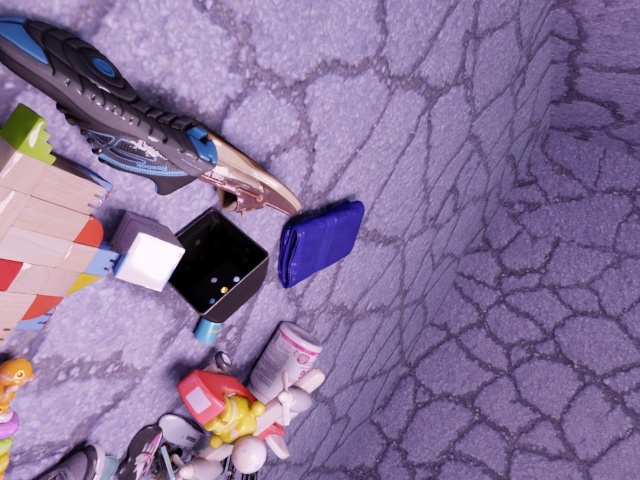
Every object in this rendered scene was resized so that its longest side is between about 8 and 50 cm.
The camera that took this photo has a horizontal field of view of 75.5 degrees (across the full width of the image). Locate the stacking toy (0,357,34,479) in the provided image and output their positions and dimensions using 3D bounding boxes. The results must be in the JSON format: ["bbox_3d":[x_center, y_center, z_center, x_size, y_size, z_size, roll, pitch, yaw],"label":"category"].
[{"bbox_3d":[-0.593,0.341,0.707,0.175,0.166,0.301,34,76,-46],"label":"stacking toy"}]

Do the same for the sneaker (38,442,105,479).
[{"bbox_3d":[-0.605,0.550,0.883,0.268,0.101,0.153,-46,148,-14],"label":"sneaker"}]

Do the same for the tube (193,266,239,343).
[{"bbox_3d":[-0.263,0.166,1.082,0.207,0.052,0.080,-65,158,0],"label":"tube"}]

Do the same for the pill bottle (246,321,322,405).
[{"bbox_3d":[-0.130,0.428,1.367,0.283,0.160,0.160,-58,148,1],"label":"pill bottle"}]

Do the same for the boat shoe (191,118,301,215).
[{"bbox_3d":[-0.176,-0.120,0.897,0.123,0.123,0.342,-52,144,5],"label":"boat shoe"}]

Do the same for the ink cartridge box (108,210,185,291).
[{"bbox_3d":[-0.334,0.014,0.778,0.090,0.143,0.092,28,94,-40],"label":"ink cartridge box"}]

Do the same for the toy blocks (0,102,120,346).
[{"bbox_3d":[-0.440,0.014,0.624,0.381,0.191,0.261,-57,159,-1],"label":"toy blocks"}]

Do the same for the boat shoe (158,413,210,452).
[{"bbox_3d":[-0.403,0.551,1.201,0.065,0.083,0.183,-51,120,-19],"label":"boat shoe"}]

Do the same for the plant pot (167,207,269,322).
[{"bbox_3d":[-0.234,0.079,0.931,0.188,0.187,0.167,-43,156,-23],"label":"plant pot"}]

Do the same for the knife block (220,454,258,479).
[{"bbox_3d":[-0.223,0.660,1.360,0.276,0.242,0.088,-22,134,-43],"label":"knife block"}]

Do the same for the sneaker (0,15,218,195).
[{"bbox_3d":[-0.324,-0.176,0.632,0.140,0.125,0.341,-32,138,21],"label":"sneaker"}]

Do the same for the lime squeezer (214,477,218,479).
[{"bbox_3d":[-0.381,0.893,1.485,0.059,0.110,0.310,-11,95,-30],"label":"lime squeezer"}]

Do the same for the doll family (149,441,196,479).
[{"bbox_3d":[-0.443,0.671,1.238,0.111,0.076,0.193,-46,151,-25],"label":"doll family"}]

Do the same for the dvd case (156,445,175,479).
[{"bbox_3d":[-0.417,0.607,1.110,0.013,0.087,0.119,-13,154,-34],"label":"dvd case"}]

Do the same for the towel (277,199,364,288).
[{"bbox_3d":[0.000,0.000,1.275,0.308,0.076,0.227,-24,142,-42],"label":"towel"}]

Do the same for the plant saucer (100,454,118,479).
[{"bbox_3d":[-0.571,0.583,1.034,0.119,0.021,0.119,-33,140,-33],"label":"plant saucer"}]

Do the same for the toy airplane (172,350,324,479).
[{"bbox_3d":[-0.197,0.512,1.120,0.385,0.272,0.385,4,113,-21],"label":"toy airplane"}]

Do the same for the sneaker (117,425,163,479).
[{"bbox_3d":[-0.480,0.578,1.127,0.178,0.072,0.077,-57,165,4],"label":"sneaker"}]

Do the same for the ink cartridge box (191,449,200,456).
[{"bbox_3d":[-0.367,0.645,1.271,0.029,0.115,0.062,-27,136,-40],"label":"ink cartridge box"}]
